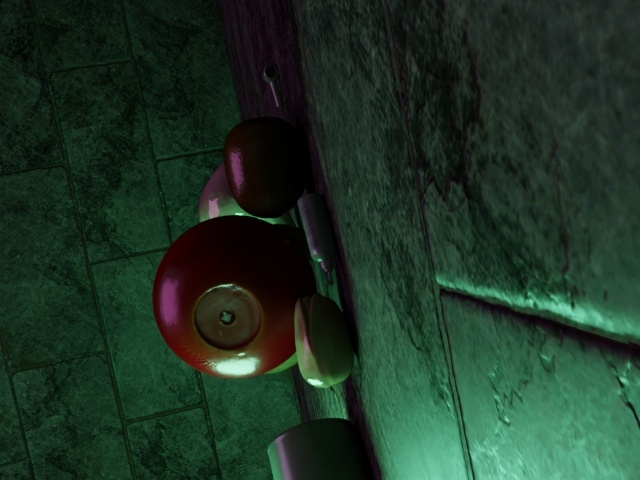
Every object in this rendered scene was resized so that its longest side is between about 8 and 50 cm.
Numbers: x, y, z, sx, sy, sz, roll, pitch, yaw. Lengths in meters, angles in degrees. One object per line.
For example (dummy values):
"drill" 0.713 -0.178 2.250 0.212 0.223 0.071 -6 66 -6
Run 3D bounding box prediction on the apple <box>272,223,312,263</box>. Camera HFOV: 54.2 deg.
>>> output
"apple" -0.092 0.023 1.636 0.146 0.146 0.131 -119 40 -65

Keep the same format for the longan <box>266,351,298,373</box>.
"longan" -0.166 0.278 2.007 0.319 0.318 0.319 169 90 -82

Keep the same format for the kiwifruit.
"kiwifruit" -0.125 -0.163 1.439 0.196 0.195 0.234 -122 18 -68

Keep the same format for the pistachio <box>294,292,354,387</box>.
"pistachio" 0.005 0.201 1.286 0.145 0.117 0.201 61 -160 -67

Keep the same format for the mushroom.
"mushroom" -0.219 -0.098 1.785 0.315 0.314 0.357 -179 91 -82

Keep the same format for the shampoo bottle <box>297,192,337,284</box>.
"shampoo bottle" 0.000 0.000 1.263 0.056 0.056 0.195 99 159 -67

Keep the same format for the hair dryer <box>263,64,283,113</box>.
"hair dryer" -0.117 -0.392 1.632 0.063 0.037 0.125 -145 37 -81

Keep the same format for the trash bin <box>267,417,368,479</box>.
"trash bin" 0.008 0.577 1.441 0.277 0.217 0.263 28 -146 -46

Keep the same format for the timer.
"timer" -0.196 0.131 1.445 0.279 0.377 0.378 -102 3 -75
